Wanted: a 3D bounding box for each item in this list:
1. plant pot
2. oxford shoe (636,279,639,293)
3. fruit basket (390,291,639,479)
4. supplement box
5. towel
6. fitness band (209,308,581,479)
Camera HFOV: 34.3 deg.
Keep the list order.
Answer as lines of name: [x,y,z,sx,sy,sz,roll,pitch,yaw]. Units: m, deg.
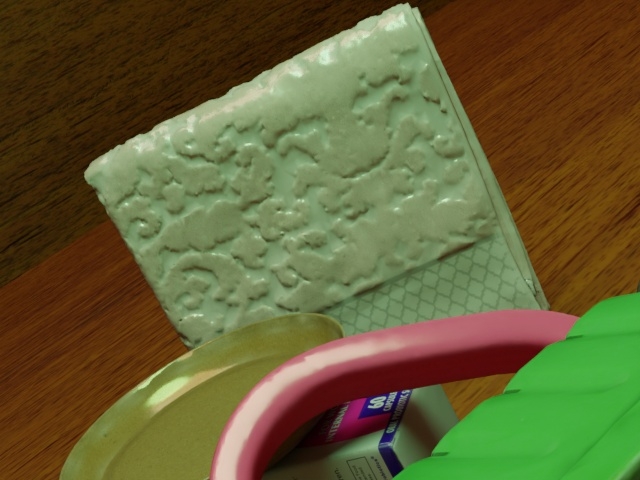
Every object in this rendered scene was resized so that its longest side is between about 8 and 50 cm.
plant pot: [-0.081,0.132,0.766,0.236,0.032,0.236,-26,17,8]
oxford shoe: [0.272,0.085,0.608,0.133,0.130,0.364,-34,17,-5]
fruit basket: [0.207,0.129,0.339,0.353,0.165,0.327,10,30,42]
supplement box: [-0.008,0.182,0.759,0.220,0.114,0.111,-20,18,26]
towel: [0.000,0.000,0.937,0.332,0.317,0.053,-25,11,12]
fitness band: [0.080,0.140,0.606,0.291,0.054,0.209,-9,52,-4]
